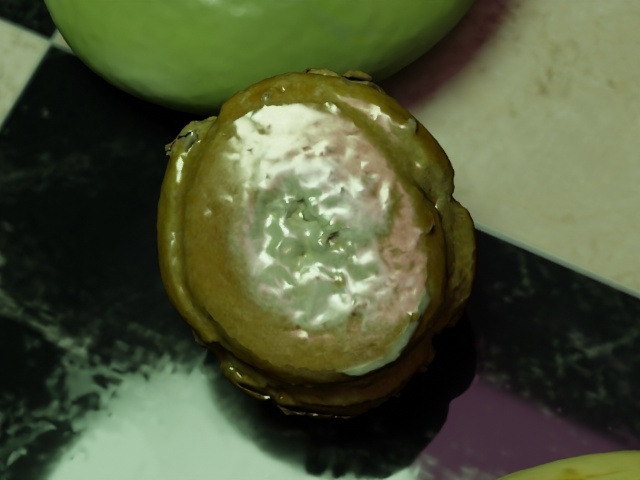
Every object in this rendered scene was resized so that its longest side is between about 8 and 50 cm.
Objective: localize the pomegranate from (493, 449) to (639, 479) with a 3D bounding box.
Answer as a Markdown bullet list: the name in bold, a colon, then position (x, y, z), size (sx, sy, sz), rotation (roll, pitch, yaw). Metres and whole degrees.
- **pomegranate**: position (0.119, 0.245, 0.671), size (0.342, 0.342, 0.343), rotation (-2, 67, 4)

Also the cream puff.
- **cream puff**: position (0.000, 0.000, 0.868), size (0.150, 0.115, 0.165), rotation (8, 89, 4)

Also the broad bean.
- **broad bean**: position (-0.014, -0.187, 0.948), size (0.238, 0.119, 0.291), rotation (39, 76, 18)
